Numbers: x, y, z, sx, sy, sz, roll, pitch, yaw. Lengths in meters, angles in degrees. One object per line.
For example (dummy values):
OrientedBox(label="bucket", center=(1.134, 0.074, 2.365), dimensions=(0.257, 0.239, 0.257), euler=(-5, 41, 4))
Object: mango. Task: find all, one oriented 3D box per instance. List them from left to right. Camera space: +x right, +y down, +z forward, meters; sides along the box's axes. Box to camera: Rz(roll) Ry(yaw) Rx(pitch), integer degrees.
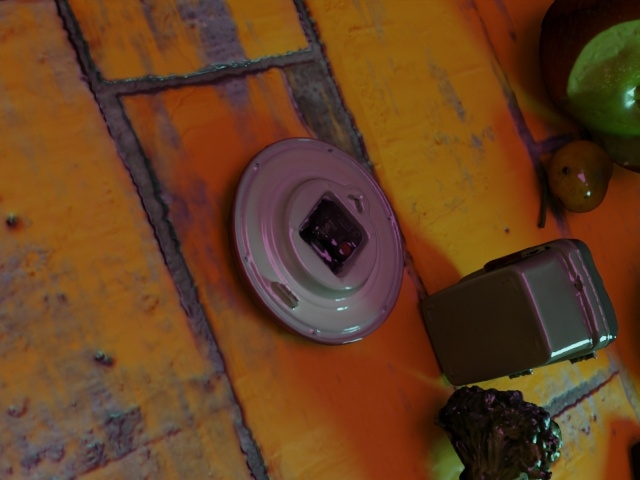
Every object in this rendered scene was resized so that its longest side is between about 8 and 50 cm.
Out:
OrientedBox(label="mango", center=(0.387, -0.098, 1.479), dimensions=(0.161, 0.076, 0.103), euler=(-29, 95, -51))

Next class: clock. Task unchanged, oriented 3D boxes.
OrientedBox(label="clock", center=(0.001, 0.000, 1.134), dimensions=(0.244, 0.056, 0.244), euler=(16, 63, -35))

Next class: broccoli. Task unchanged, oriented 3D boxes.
OrientedBox(label="broccoli", center=(0.183, 0.314, 1.129), dimensions=(0.165, 0.145, 0.304), euler=(55, 45, -65))

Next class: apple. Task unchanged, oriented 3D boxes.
OrientedBox(label="apple", center=(0.525, -0.268, 1.512), dimensions=(0.384, 0.374, 0.374), euler=(-28, 92, -13))

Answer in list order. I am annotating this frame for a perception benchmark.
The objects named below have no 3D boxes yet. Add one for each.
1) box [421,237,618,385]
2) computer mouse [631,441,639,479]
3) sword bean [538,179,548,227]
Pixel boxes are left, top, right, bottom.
OrientedBox(label="box", center=(0.232, 0.091, 1.191), dimensions=(0.129, 0.210, 0.148), euler=(-16, 83, -35))
OrientedBox(label="computer mouse", center=(0.500, 0.382, 1.387), dimensions=(0.147, 0.088, 0.264), euler=(26, 55, -33))
OrientedBox(label="sword bean", center=(0.324, -0.053, 1.453), dimensions=(0.012, 0.012, 0.083), euler=(30, 55, -28))
